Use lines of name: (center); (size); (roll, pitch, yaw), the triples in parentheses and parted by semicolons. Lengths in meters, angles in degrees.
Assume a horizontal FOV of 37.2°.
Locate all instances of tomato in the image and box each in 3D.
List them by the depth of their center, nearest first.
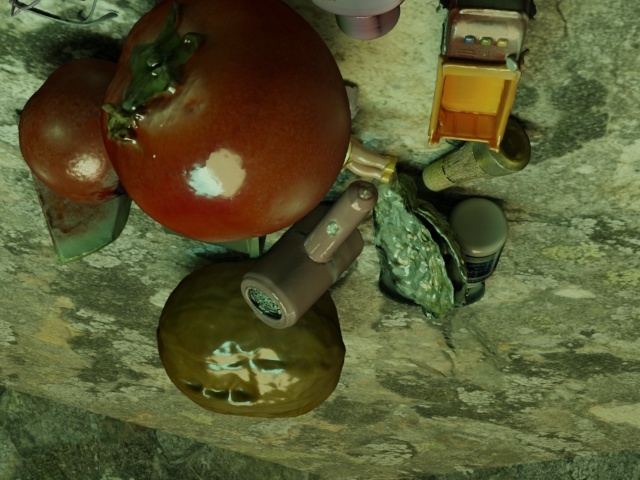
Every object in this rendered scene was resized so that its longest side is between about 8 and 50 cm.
tomato: (-0.113, -0.148, 1.202); (0.321, 0.322, 0.321); (6, 155, 3)
tomato: (-0.316, -0.152, 1.358); (0.184, 0.208, 0.208); (33, 160, 17)

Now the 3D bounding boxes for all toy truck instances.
toy truck: (0.192, -0.222, 1.168); (0.114, 0.135, 0.270); (5, 155, 5)

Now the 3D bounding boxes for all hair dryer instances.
hair dryer: (0.000, 0.000, 1.571); (0.125, 0.210, 0.352); (43, 150, 3)

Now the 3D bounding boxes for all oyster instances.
oyster: (0.155, 0.004, 1.589); (0.112, 0.268, 0.198); (-28, 177, -13)

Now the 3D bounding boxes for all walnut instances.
walnut: (-0.144, 0.209, 1.952); (0.397, 0.308, 0.354); (3, 133, 12)

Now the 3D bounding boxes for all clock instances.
clock: (0.223, 0.080, 1.907); (0.214, 0.042, 0.215); (6, 154, 3)

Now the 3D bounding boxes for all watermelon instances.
watermelon: (-0.412, -0.086, 1.574); (0.193, 0.232, 0.310); (7, -160, -4)

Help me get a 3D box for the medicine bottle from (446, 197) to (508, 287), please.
medicine bottle: (0.266, 0.012, 1.676); (0.107, 0.107, 0.191); (5, 155, 4)

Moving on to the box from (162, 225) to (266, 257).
box: (-0.174, -0.081, 1.571); (0.178, 0.138, 0.274); (10, 154, 3)

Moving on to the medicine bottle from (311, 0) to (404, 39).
medicine bottle: (0.044, -0.313, 1.061); (0.119, 0.094, 0.188); (3, 154, 12)

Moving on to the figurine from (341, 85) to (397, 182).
figurine: (-0.006, -0.144, 1.406); (0.240, 0.116, 0.175); (8, 155, -3)

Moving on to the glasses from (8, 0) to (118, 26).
glasses: (-0.318, -0.297, 1.230); (0.139, 0.063, 0.104); (-4, 154, 23)

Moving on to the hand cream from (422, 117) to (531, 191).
hand cream: (0.228, -0.118, 1.456); (0.084, 0.084, 0.203); (20, 157, -25)
